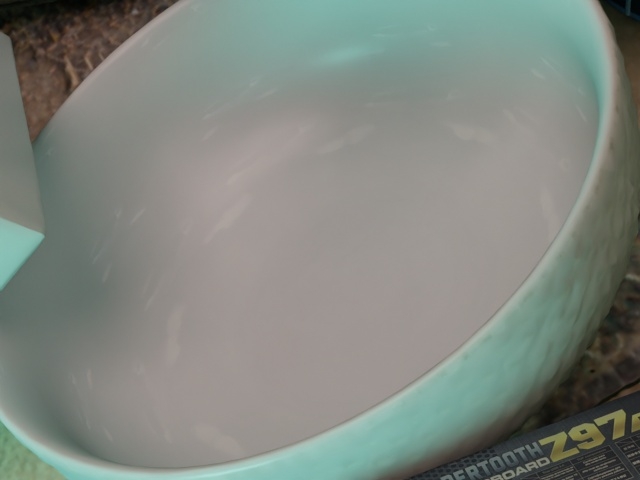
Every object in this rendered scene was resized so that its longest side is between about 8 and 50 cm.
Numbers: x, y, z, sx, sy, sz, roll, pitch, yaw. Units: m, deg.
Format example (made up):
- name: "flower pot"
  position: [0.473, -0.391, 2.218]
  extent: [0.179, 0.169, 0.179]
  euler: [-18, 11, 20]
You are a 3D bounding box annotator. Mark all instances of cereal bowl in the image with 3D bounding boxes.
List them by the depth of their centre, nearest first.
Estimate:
- name: "cereal bowl"
  position: [0.000, 0.000, 0.570]
  extent: [0.339, 0.141, 0.339]
  euler: [-17, 47, 19]

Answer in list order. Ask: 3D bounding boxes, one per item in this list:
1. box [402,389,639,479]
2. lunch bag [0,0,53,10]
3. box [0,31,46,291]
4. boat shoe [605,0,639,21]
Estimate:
- name: "box"
  position: [0.112, 0.160, 0.450]
  extent: [0.232, 0.183, 0.059]
  euler: [-21, 27, -5]
- name: "lunch bag"
  position: [-0.201, -0.314, 0.756]
  extent: [0.256, 0.212, 0.305]
  euler: [-17, 65, 17]
- name: "box"
  position: [-0.330, 0.021, 0.563]
  extent: [0.345, 0.215, 0.168]
  euler: [-45, 43, 22]
- name: "boat shoe"
  position: [0.170, -0.200, 0.655]
  extent: [0.258, 0.089, 0.109]
  euler: [35, 81, 27]
